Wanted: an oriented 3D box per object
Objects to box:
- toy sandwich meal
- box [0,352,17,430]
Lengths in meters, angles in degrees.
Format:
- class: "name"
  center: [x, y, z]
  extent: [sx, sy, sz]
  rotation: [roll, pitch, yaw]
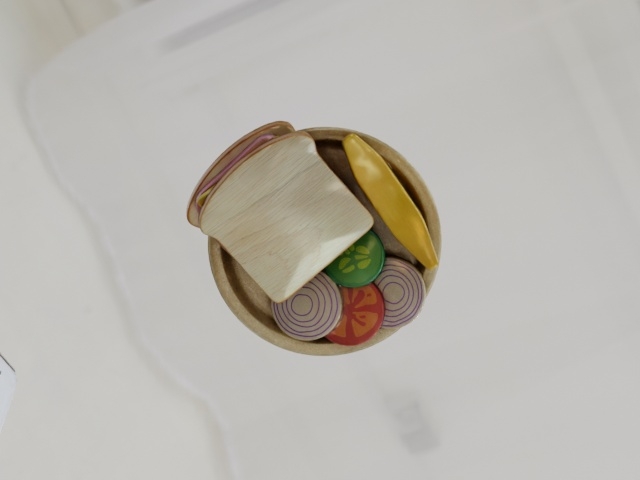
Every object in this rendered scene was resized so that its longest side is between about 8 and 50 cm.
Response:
- class: "toy sandwich meal"
  center: [0.000, 0.000, 0.491]
  extent: [0.029, 0.085, 0.086]
  rotation: [-97, 162, -78]
- class: "box"
  center: [-0.266, 0.102, 0.647]
  extent: [0.231, 0.126, 0.262]
  rotation: [62, 32, -46]
